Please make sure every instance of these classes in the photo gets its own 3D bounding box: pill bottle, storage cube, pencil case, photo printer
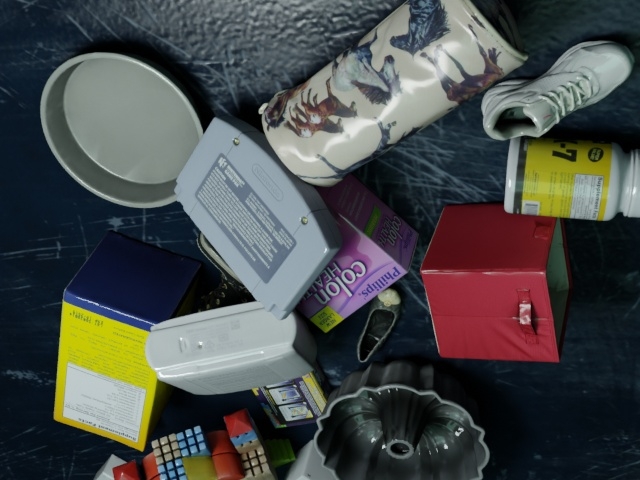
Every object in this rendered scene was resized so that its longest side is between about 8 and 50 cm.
[{"bbox_3d":[0.383,-0.091,1.363,0.208,0.119,0.119,5,126,12],"label":"pill bottle"},{"bbox_3d":[0.284,0.063,1.451,0.193,0.215,0.184,-1,126,24],"label":"storage cube"},{"bbox_3d":[0.091,-0.232,1.322,0.410,0.160,0.183,-32,82,33],"label":"pencil case"},{"bbox_3d":[-0.140,0.195,1.610,0.256,0.107,0.307,-12,163,5],"label":"photo printer"}]

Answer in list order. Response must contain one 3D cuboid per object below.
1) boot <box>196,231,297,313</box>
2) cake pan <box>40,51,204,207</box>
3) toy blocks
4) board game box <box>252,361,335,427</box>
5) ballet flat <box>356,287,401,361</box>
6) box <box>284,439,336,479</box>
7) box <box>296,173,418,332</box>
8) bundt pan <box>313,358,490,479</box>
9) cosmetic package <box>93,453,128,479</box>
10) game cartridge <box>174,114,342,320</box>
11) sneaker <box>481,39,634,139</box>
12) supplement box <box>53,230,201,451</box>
[{"bbox_3d":[-0.177,0.086,1.673,0.178,0.085,0.236,-29,123,33],"label":"boot"},{"bbox_3d":[-0.325,-0.190,1.543,0.293,0.054,0.293,8,127,11],"label":"cake pan"},{"bbox_3d":[-0.247,0.459,1.806,0.381,0.191,0.261,-20,149,-3],"label":"toy blocks"},{"bbox_3d":[-0.060,0.290,1.820,0.141,0.048,0.170,-13,120,22],"label":"board game box"},{"bbox_3d":[0.108,0.156,1.670,0.057,0.049,0.173,18,128,2],"label":"ballet flat"},{"bbox_3d":[-0.011,0.497,1.923,0.102,0.101,0.087,34,127,-11],"label":"box"},{"bbox_3d":[0.000,0.000,1.546,0.243,0.117,0.213,40,126,-14],"label":"box"},{"bbox_3d":[0.158,0.354,1.745,0.330,0.124,0.331,6,126,8],"label":"bundt pan"},{"bbox_3d":[-0.416,0.604,2.150,0.239,0.060,0.099,33,127,-9],"label":"cosmetic package"},{"bbox_3d":[-0.099,-0.046,1.439,0.297,0.062,0.198,50,119,19],"label":"game cartridge"},{"bbox_3d":[0.335,-0.198,1.300,0.232,0.115,0.090,-26,115,31],"label":"sneaker"},{"bbox_3d":[-0.372,0.195,1.752,0.194,0.195,0.357,19,128,3],"label":"supplement box"}]
